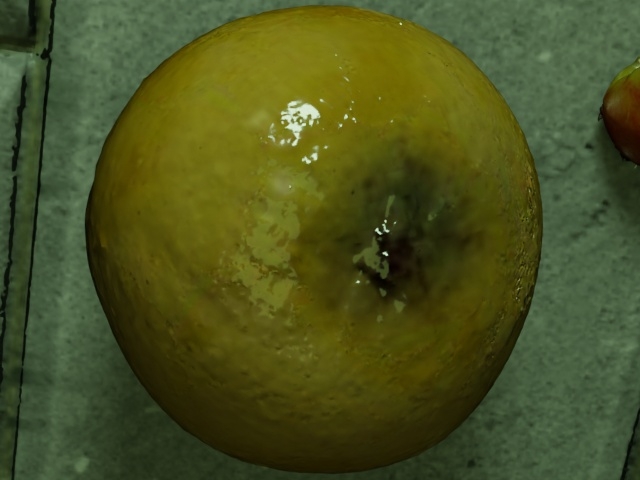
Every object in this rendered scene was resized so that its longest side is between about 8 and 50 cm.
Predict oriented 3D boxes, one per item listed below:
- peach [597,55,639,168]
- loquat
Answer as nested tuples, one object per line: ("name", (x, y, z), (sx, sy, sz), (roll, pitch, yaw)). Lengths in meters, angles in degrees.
("peach", (0.227, -0.078, 0.773), (0.098, 0.061, 0.098), (0, 101, -1))
("loquat", (0.000, 0.000, 0.706), (0.263, 0.263, 0.263), (0, 108, 1))
